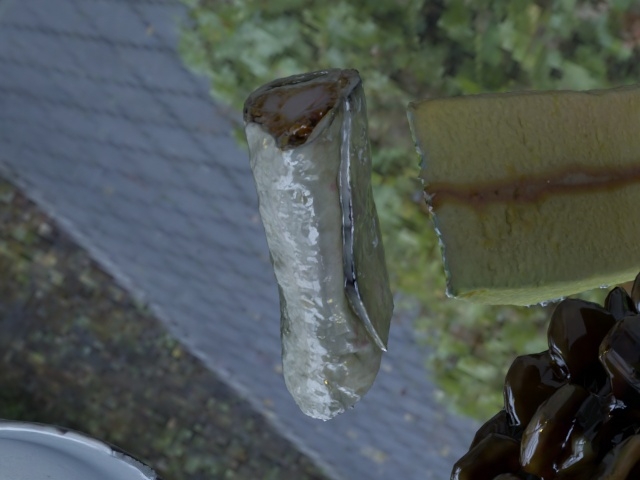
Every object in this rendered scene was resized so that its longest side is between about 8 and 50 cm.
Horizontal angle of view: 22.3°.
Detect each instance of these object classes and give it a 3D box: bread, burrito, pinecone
[{"bbox_3d":[0.184,-0.039,1.257,0.163,0.167,0.264,-15,175,16],"label":"bread"},{"bbox_3d":[0.000,0.002,1.466,0.105,0.143,0.299,1,122,16],"label":"burrito"},{"bbox_3d":[0.260,0.230,1.066,0.398,0.397,0.398,25,162,9],"label":"pinecone"}]

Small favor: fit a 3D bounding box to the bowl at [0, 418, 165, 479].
[{"bbox_3d":[-0.247,0.234,1.043,0.345,0.345,0.157,39,-176,-31],"label":"bowl"}]
